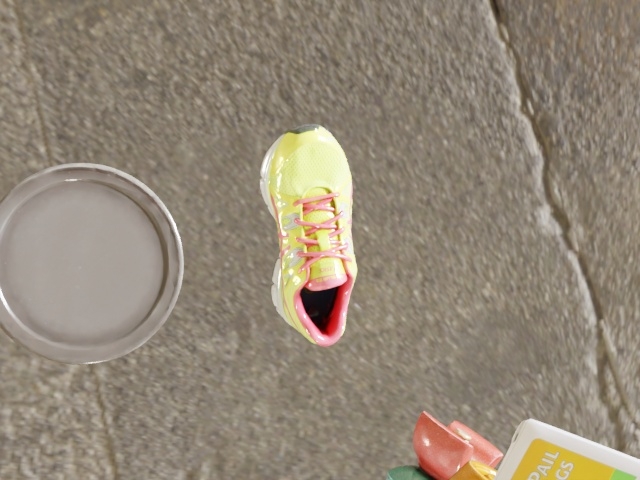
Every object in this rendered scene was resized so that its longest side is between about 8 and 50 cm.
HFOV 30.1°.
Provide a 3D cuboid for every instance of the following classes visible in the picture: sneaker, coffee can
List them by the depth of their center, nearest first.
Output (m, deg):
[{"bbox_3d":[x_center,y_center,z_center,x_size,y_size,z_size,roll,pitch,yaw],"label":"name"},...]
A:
[{"bbox_3d":[0.000,0.000,1.036,0.081,0.208,0.094,-12,30,-12],"label":"sneaker"},{"bbox_3d":[-0.261,0.026,1.316,0.201,0.275,0.202,0,89,-10],"label":"coffee can"}]

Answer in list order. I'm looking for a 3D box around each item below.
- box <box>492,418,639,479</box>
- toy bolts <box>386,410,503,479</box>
[{"bbox_3d":[0.146,0.163,0.422,0.203,0.103,0.114,18,65,37],"label":"box"},{"bbox_3d":[0.131,0.280,1.115,0.228,0.218,0.158,34,95,41],"label":"toy bolts"}]
